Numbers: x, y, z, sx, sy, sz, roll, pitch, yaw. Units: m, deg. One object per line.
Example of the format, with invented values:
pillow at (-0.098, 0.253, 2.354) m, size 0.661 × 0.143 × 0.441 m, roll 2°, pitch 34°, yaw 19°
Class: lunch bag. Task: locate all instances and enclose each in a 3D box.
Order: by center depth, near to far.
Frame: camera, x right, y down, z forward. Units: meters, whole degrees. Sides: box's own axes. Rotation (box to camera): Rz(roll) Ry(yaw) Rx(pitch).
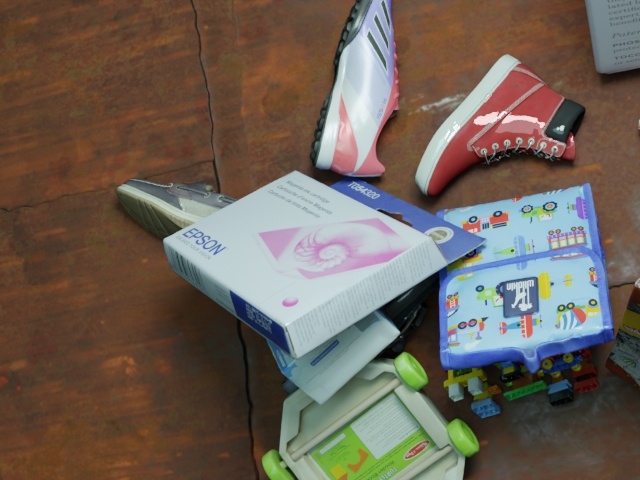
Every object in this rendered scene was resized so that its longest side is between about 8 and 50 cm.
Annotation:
lunch bag at (0.274, 0.075, 1.588) m, size 0.221 × 0.138 × 0.293 m, roll -10°, pitch 35°, yaw 14°

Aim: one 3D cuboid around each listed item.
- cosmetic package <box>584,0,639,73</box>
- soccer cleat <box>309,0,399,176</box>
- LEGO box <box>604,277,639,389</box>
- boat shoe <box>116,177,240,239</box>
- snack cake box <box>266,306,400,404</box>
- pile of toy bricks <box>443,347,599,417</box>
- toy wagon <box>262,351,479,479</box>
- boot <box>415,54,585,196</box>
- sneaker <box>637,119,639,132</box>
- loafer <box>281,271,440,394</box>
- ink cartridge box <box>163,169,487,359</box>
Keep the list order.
cosmetic package at (0.487, -0.469, 1.548) m, size 0.328 × 0.393 × 0.329 m, roll -9°, pitch 70°, yaw 15°
soccer cleat at (0.075, -0.250, 1.812) m, size 0.117 × 0.108 × 0.318 m, roll 15°, pitch 81°, yaw -5°
LEGO box at (0.619, 0.170, 1.413) m, size 0.500 × 0.372 × 0.193 m, roll 34°, pitch 77°, yaw 19°
boat shoe at (-0.191, -0.044, 1.848) m, size 0.285 × 0.102 × 0.092 m, roll 19°, pitch 61°, yaw 30°
snack cake box at (-0.005, 0.095, 1.691) m, size 0.152 × 0.089 × 0.264 m, roll -44°, pitch 29°, yaw 6°
pile of toy bricks at (0.288, 0.170, 1.678) m, size 0.212 × 0.118 × 0.105 m, roll -22°, pitch 46°, yaw 28°
toy wagon at (0.095, 0.331, 1.683) m, size 0.267 × 0.068 × 0.344 m, roll -38°, pitch 91°, yaw 14°
boot at (0.269, -0.131, 1.734) m, size 0.176 × 0.088 × 0.244 m, roll 39°, pitch 89°, yaw 17°
sneaker at (0.484, -0.191, 1.698) m, size 0.070 × 0.051 × 0.134 m, roll -14°, pitch 71°, yaw 22°
loafer at (0.079, 0.146, 1.742) m, size 0.302 × 0.109 × 0.095 m, roll -42°, pitch 91°, yaw 12°
ink cartridge box at (0.000, 0.000, 1.632) m, size 0.330 × 0.071 × 0.324 m, roll -31°, pitch 34°, yaw -24°
